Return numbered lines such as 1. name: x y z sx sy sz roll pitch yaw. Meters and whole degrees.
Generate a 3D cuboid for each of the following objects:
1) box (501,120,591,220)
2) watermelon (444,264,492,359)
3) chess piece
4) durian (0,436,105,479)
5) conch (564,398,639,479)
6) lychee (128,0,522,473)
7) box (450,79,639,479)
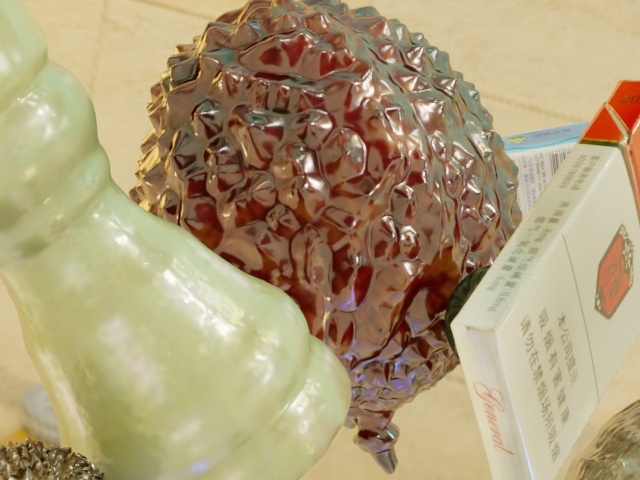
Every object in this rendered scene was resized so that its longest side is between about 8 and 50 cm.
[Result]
1. box: 0.285 -0.036 1.965 0.139 0.073 0.194 -10 112 1
2. watermelon: 0.174 0.078 1.433 0.105 0.133 0.105 -25 50 34
3. chess piece: -0.190 0.013 1.234 0.234 0.234 0.442 -29 110 23
4. durian: -0.228 0.245 1.162 0.167 0.196 0.196 12 107 31
5. conch: 0.335 0.219 1.429 0.297 0.352 0.210 -24 50 23
6. lychee: 0.000 0.000 1.604 0.425 0.424 0.500 -15 90 22
7. box: 0.157 0.025 0.954 0.035 0.245 0.139 9 131 34
